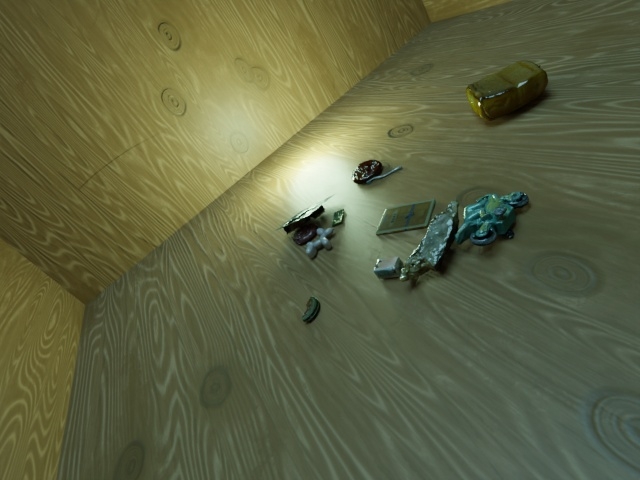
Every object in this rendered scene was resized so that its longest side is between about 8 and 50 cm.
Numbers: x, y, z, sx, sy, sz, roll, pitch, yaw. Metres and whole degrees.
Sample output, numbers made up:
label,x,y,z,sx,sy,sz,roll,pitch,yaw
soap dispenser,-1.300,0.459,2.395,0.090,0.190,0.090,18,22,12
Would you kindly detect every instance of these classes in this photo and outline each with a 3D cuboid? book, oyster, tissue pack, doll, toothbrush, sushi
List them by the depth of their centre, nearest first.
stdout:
label,x,y,z,sx,sy,sz,roll,pitch,yaw
oyster,0.402,0.017,1.444,0.110,0.166,0.341,31,66,16
tissue pack,0.257,0.103,1.543,0.094,0.059,0.074,-12,35,36
book,0.365,-0.100,1.766,0.241,0.018,0.170,-10,39,39
doll,0.000,0.000,1.972,0.160,0.059,0.160,-30,31,13
toothbrush,0.334,-0.345,2.153,0.204,0.022,0.017,-24,19,20
sushi,-0.072,-0.128,2.222,0.293,0.059,0.292,-23,13,39

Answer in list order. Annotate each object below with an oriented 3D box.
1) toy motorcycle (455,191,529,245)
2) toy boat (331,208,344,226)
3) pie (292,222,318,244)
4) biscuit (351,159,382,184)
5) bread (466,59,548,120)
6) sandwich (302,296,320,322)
label,x,y,z,sx,sy,sz,roll,pitch,yaw
toy motorcycle,0.576,-0.086,1.422,0.198,0.109,0.296,8,43,48
toy boat,0.089,-0.115,2.085,0.063,0.016,0.115,-21,32,24
pie,-0.080,-0.034,2.131,0.154,0.036,0.155,-28,29,17
biscuit,0.256,-0.379,2.263,0.192,0.049,0.192,-24,38,20
bread,0.895,-0.716,1.969,0.327,0.148,0.337,-23,29,15
sandwich,-0.035,0.270,1.645,0.067,0.029,0.135,-23,31,21
